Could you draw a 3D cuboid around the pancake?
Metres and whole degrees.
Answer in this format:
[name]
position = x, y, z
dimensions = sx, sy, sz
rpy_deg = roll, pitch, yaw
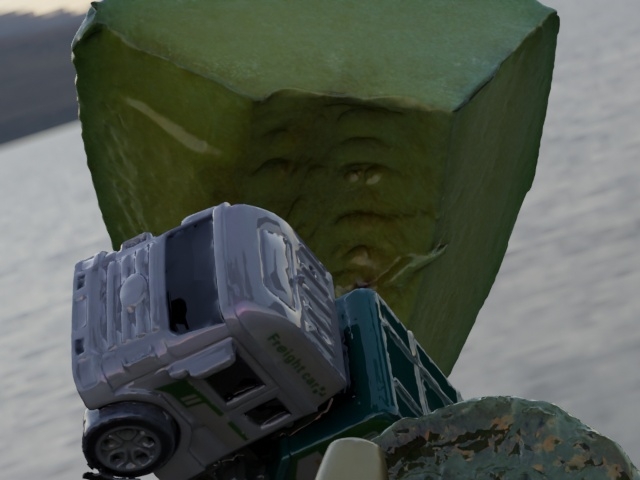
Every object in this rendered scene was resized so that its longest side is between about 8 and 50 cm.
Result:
[pancake]
position = 0.051, 0.111, 0.587
dimensions = 0.129, 0.116, 0.022
rpy_deg = -47, -20, 12

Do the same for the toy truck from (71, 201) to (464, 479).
[toy truck]
position = -0.004, 0.094, 0.812
dimensions = 0.124, 0.253, 0.114
rpy_deg = -27, 38, 14

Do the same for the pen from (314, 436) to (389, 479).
[pen]
position = -0.004, 0.167, 0.520
dimensions = 0.032, 0.233, 0.040
rpy_deg = -18, -32, 42

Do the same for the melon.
[melon]
position = 0.000, 0.000, 1.254
dimensions = 0.331, 0.343, 0.226
rpy_deg = -7, 43, -19
